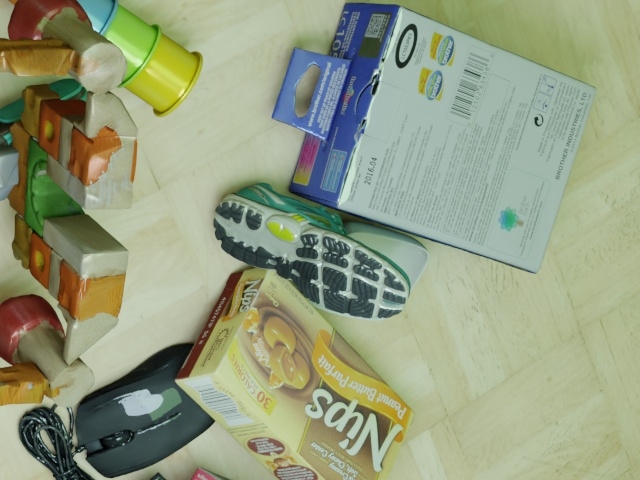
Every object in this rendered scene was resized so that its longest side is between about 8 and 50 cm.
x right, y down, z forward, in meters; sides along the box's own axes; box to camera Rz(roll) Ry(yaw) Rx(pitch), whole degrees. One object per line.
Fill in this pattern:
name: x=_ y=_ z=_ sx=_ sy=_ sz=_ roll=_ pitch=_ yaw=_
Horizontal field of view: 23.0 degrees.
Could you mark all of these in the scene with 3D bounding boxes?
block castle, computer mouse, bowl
block castle: x=-0.382 y=-0.041 z=1.676 sx=0.303 sy=0.213 sz=0.453 roll=-6 pitch=117 yaw=-32
computer mouse: x=-0.222 y=0.235 z=1.981 sx=0.272 sy=0.072 sz=0.188 roll=-34 pitch=112 yaw=-18
bowl: x=0.057 y=0.035 z=2.079 sx=0.142 sy=0.053 sz=0.142 roll=15 pitch=124 yaw=-28

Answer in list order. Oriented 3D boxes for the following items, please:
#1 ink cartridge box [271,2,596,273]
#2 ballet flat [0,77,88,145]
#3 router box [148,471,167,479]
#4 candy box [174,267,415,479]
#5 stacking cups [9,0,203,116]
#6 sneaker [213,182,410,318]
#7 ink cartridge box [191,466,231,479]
ink cartridge box: x=0.136 y=-0.143 z=2.054 sx=0.396 sy=0.151 sz=0.270 roll=17 pitch=90 yaw=-31
ballet flat: x=-0.378 y=-0.111 z=1.834 sx=0.247 sy=0.083 sz=0.087 roll=-21 pitch=123 yaw=-21
router box: x=-0.212 y=0.359 z=1.998 sx=0.092 sy=0.038 sz=0.122 roll=-41 pitch=146 yaw=-15
candy box: x=-0.026 y=0.203 z=2.033 sx=0.316 sy=0.088 sz=0.183 roll=48 pitch=50 yaw=-27
stacking cups: x=-0.286 y=-0.264 z=1.841 sx=0.316 sy=0.096 sz=0.096 roll=33 pitch=83 yaw=-29
sneaker: x=0.000 y=0.000 z=1.959 sx=0.110 sy=0.275 sz=0.107 roll=-38 pitch=150 yaw=-46
ink cartridge box: x=-0.140 y=0.429 z=2.007 sx=0.237 sy=0.100 sz=0.172 roll=-61 pitch=149 yaw=-5
